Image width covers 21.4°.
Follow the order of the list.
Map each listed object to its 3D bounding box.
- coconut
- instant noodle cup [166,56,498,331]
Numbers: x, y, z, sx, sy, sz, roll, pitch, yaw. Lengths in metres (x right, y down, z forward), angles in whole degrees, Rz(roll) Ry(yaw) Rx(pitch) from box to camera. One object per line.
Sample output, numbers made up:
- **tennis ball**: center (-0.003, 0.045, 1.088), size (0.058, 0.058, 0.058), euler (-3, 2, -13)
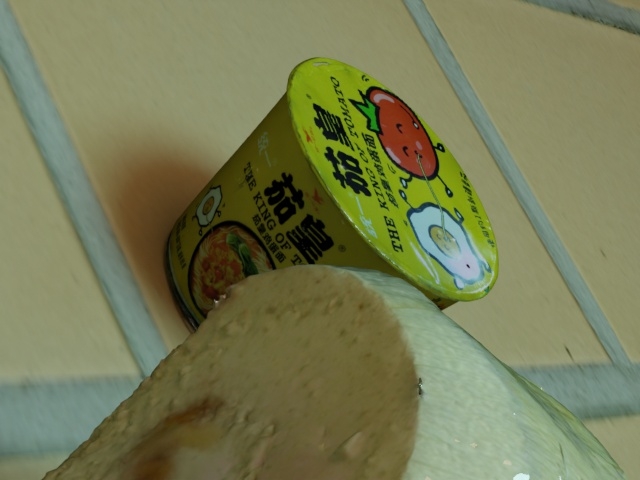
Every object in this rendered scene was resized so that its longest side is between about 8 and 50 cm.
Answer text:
- **coconut**: center (0.013, 0.175, 0.737), size (0.254, 0.297, 0.297), euler (51, 25, -30)
- **instant noodle cup**: center (0.000, 0.000, 1.065), size (0.182, 0.144, 0.182), euler (35, 31, -25)
